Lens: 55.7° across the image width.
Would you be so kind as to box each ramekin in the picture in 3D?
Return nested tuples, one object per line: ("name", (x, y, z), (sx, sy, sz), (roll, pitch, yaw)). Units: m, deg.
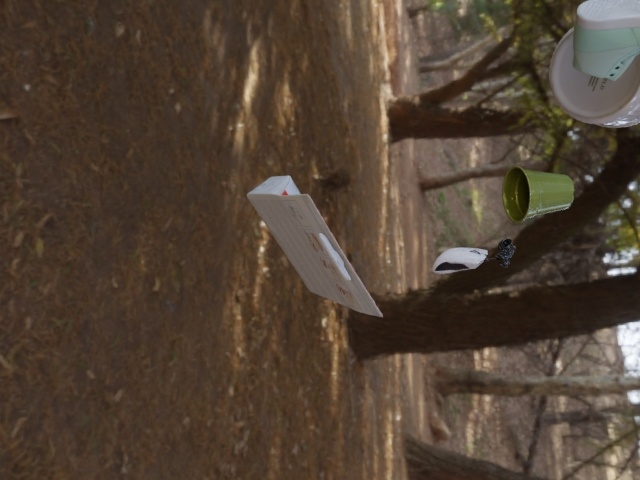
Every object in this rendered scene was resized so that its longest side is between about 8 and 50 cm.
("ramekin", (0.647, -0.386, 1.368), (0.127, 0.273, 0.272), (-17, 103, -38))

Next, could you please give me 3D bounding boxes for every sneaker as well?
("sneaker", (0.594, -0.367, 1.107), (0.151, 0.256, 0.094), (70, 29, -56))

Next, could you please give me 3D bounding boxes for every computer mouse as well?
("computer mouse", (0.329, 0.035, 1.335), (0.106, 0.193, 0.042), (-44, 117, -52))

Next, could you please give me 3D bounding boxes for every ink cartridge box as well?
("ink cartridge box", (0.000, 0.000, 1.360), (0.308, 0.091, 0.385), (58, -19, -17))

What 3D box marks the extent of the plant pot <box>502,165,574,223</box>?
("plant pot", (0.319, -0.068, 0.878), (0.083, 0.079, 0.083), (177, -90, -80))
